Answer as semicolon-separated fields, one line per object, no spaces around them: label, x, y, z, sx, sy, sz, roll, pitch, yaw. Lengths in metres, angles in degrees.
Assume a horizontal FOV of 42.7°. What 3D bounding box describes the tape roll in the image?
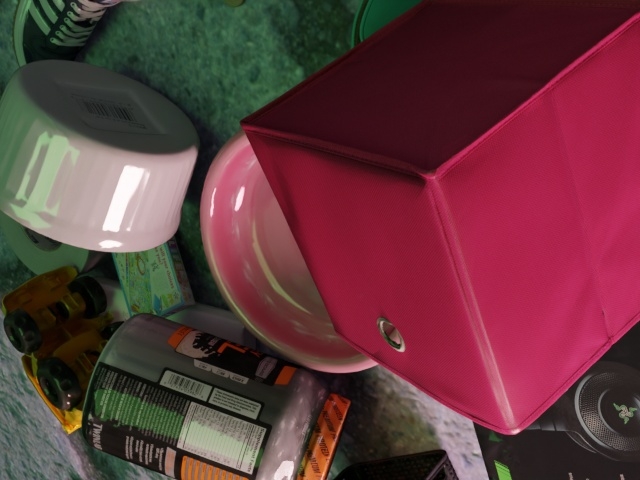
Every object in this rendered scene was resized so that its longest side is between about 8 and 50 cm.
tape roll;-0.418;-0.048;1.299;0.219;0.072;0.219;13;116;29

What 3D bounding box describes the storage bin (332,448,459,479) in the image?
storage bin;0.090;0.350;1.076;0.180;0.122;0.084;-20;95;38

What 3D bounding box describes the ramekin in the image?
ramekin;-0.293;-0.120;1.066;0.277;0.277;0.135;37;116;17

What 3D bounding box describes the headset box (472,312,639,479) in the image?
headset box;0.289;0.154;0.858;0.283;0.131;0.246;-9;102;37

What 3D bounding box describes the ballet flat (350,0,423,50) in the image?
ballet flat;0.059;-0.184;0.881;0.087;0.083;0.247;165;118;-69

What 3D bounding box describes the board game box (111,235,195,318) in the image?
board game box;-0.252;0.041;1.209;0.103;0.026;0.154;-25;76;26

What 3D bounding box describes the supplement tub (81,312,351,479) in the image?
supplement tub;-0.132;0.230;1.077;0.316;0.193;0.193;19;119;7

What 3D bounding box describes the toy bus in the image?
toy bus;-0.389;0.181;1.259;0.220;0.149;0.211;50;140;9

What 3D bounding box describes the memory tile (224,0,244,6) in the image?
memory tile;-0.131;-0.372;1.014;0.113;0.012;0.148;24;120;25

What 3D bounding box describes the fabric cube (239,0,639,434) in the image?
fabric cube;0.132;-0.041;0.723;0.254;0.259;0.258;25;145;51

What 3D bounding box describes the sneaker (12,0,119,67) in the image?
sneaker;-0.323;-0.313;1.114;0.153;0.099;0.282;34;121;21

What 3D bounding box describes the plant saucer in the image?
plant saucer;0.000;0.000;1.026;0.332;0.084;0.332;14;116;30

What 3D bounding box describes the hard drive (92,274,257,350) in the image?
hard drive;-0.235;0.182;1.260;0.308;0.040;0.202;11;110;28
